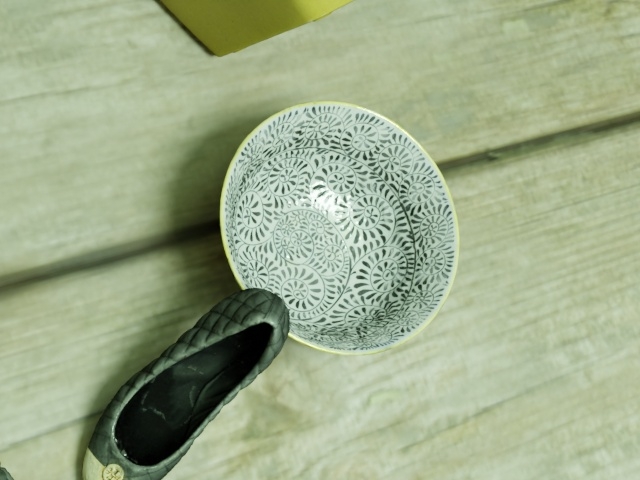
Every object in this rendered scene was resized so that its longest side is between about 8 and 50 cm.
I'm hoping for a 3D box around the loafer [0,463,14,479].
[{"bbox_3d":[-0.238,0.130,0.731,0.087,0.094,0.251,-35,82,-4],"label":"loafer"}]

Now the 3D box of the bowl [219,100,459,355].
[{"bbox_3d":[0.000,0.000,0.872,0.170,0.080,0.170,7,72,-23],"label":"bowl"}]

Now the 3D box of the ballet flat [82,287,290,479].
[{"bbox_3d":[-0.086,0.094,0.785,0.057,0.049,0.173,41,99,-4],"label":"ballet flat"}]

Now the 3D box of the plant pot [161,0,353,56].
[{"bbox_3d":[-0.026,-0.243,0.871,0.212,0.212,0.187,-32,103,-29],"label":"plant pot"}]
